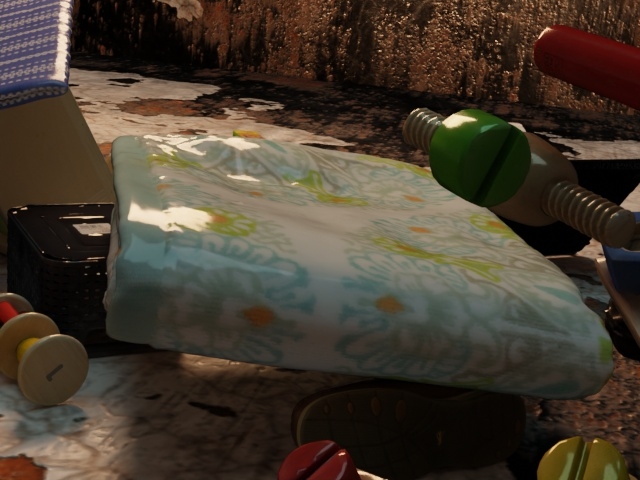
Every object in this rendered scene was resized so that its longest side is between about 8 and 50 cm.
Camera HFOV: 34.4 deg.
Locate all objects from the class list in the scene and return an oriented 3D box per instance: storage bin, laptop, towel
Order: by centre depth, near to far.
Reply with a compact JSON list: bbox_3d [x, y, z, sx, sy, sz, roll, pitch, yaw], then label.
[{"bbox_3d":[0.000,0.000,0.781,0.320,0.090,0.374,6,17,-12],"label":"towel"},{"bbox_3d":[-0.196,0.028,0.895,0.122,0.084,0.180,-3,18,-27],"label":"storage bin"},{"bbox_3d":[-0.358,-0.175,1.007,0.243,0.040,0.336,-15,31,-3],"label":"towel"},{"bbox_3d":[0.210,-0.052,1.229,0.234,0.264,0.136,-3,54,-27],"label":"laptop"}]

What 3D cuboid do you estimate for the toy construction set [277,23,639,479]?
[{"bbox_3d":[0.137,0.089,0.415,0.257,0.309,0.237,-11,25,-23],"label":"toy construction set"}]

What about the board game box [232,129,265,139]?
[{"bbox_3d":[-0.057,-0.034,1.096,0.039,0.124,0.259,2,15,-16],"label":"board game box"}]

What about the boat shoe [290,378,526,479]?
[{"bbox_3d":[0.053,0.121,0.687,0.178,0.064,0.060,3,9,-32],"label":"boat shoe"}]

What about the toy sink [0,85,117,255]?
[{"bbox_3d":[-0.318,-0.071,1.080,0.153,0.234,0.131,19,50,44],"label":"toy sink"}]

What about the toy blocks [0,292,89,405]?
[{"bbox_3d":[-0.256,0.075,0.754,0.123,0.054,0.148,-6,18,-37],"label":"toy blocks"}]

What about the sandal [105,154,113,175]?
[{"bbox_3d":[-0.160,-0.026,1.178,0.240,0.088,0.079,27,-6,39],"label":"sandal"}]

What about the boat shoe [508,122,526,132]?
[{"bbox_3d":[0.256,-0.112,1.556,0.102,0.108,0.301,6,22,-1],"label":"boat shoe"}]
